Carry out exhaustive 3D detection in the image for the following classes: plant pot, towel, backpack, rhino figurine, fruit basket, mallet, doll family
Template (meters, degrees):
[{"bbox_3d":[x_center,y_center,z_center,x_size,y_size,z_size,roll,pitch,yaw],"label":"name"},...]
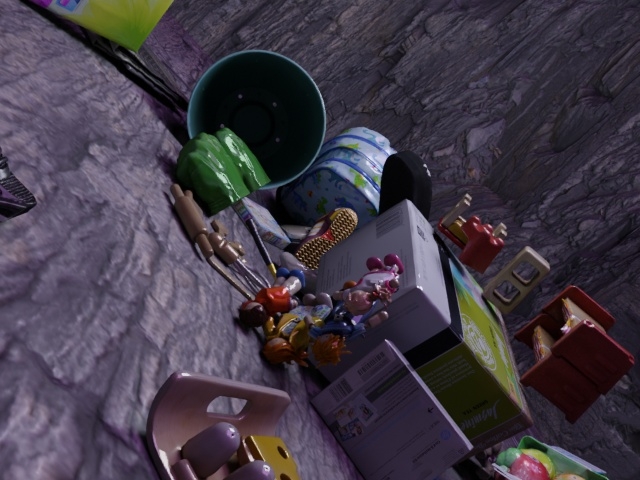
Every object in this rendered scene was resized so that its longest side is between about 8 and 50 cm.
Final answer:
[{"bbox_3d":[-0.150,-0.268,1.605,0.293,0.293,0.235,48,-1,-12],"label":"plant pot"},{"bbox_3d":[-0.451,-0.448,1.627,0.324,0.056,0.312,51,5,27],"label":"towel"},{"bbox_3d":[0.061,-0.116,1.772,0.290,0.355,0.273,48,34,-2],"label":"backpack"},{"bbox_3d":[0.268,0.384,1.474,0.243,0.073,0.106,33,27,21],"label":"rhino figurine"},{"bbox_3d":[0.484,0.521,1.551,0.353,0.165,0.327,35,-9,-38],"label":"fruit basket"},{"bbox_3d":[-0.080,0.046,1.170,0.189,0.039,0.062,63,-3,8],"label":"mallet"},{"bbox_3d":[0.006,0.114,1.002,0.163,0.263,0.118,-46,121,-55],"label":"doll family"}]

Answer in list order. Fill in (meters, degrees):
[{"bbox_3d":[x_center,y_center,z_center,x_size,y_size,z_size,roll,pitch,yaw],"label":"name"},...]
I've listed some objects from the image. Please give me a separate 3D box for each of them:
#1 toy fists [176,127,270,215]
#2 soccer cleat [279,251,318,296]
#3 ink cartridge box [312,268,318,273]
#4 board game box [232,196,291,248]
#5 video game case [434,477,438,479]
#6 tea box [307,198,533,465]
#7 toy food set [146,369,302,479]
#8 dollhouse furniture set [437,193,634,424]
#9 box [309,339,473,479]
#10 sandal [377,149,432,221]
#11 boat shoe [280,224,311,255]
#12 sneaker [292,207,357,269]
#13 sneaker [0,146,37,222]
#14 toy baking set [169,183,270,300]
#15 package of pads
[{"bbox_3d":[-0.192,-0.137,1.361,0.142,0.096,0.279,59,18,-6],"label":"toy fists"},{"bbox_3d":[-0.005,0.092,1.407,0.196,0.076,0.068,51,8,11],"label":"soccer cleat"},{"bbox_3d":[0.051,0.106,1.542,0.060,0.104,0.180,42,10,-47],"label":"ink cartridge box"},{"bbox_3d":[-0.130,-0.042,1.524,0.103,0.026,0.154,53,9,24],"label":"board game box"},{"bbox_3d":[0.144,0.348,1.261,0.166,0.015,0.119,47,8,-16],"label":"video game case"},{"bbox_3d":[0.167,0.161,1.235,0.323,0.220,0.329,49,21,-20],"label":"tea box"},{"bbox_3d":[-0.008,0.255,0.626,0.306,0.092,0.220,55,10,28],"label":"toy food set"},{"bbox_3d":[0.340,0.108,1.238,0.374,0.152,0.201,40,19,2],"label":"dollhouse furniture set"},{"bbox_3d":[0.096,0.254,0.986,0.186,0.145,0.038,52,10,19],"label":"box"},{"bbox_3d":[0.183,0.018,1.456,0.445,0.107,0.167,97,-29,-42],"label":"sandal"},{"bbox_3d":[-0.058,0.000,1.676,0.206,0.075,0.064,-109,-160,-82],"label":"boat shoe"},{"bbox_3d":[0.000,0.000,1.569,0.069,0.185,0.084,54,-16,-18],"label":"sneaker"},{"bbox_3d":[-0.317,-0.095,0.623,0.178,0.077,0.072,47,10,-21],"label":"sneaker"},{"bbox_3d":[-0.155,0.010,1.156,0.197,0.030,0.256,40,13,-48],"label":"toy baking set"},{"bbox_3d":[-0.402,-0.509,1.311,0.297,0.229,0.101,16,33,-55],"label":"package of pads"}]
